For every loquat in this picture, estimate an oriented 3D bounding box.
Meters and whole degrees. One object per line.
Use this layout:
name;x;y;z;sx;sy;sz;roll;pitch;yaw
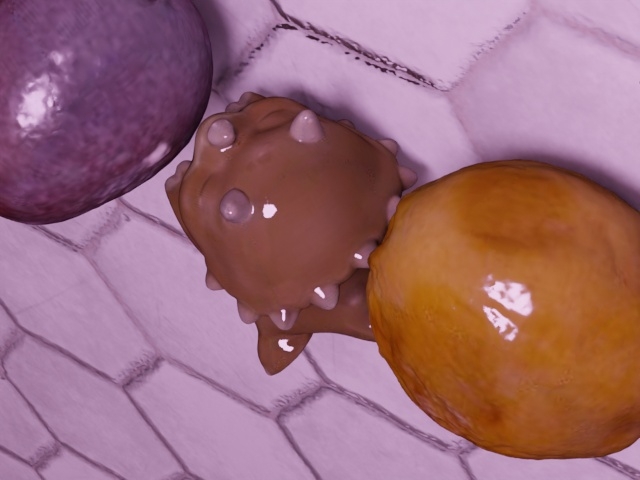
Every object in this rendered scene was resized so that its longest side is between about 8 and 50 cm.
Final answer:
loquat;0.141;0.051;1.348;0.238;0.193;0.238;12;146;8

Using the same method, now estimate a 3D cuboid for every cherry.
cherry;-0.178;-0.125;1.455;0.183;0.266;0.213;38;169;19

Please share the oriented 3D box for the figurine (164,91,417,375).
figurine;-0.005;-0.001;1.467;0.173;0.177;0.247;29;145;57
